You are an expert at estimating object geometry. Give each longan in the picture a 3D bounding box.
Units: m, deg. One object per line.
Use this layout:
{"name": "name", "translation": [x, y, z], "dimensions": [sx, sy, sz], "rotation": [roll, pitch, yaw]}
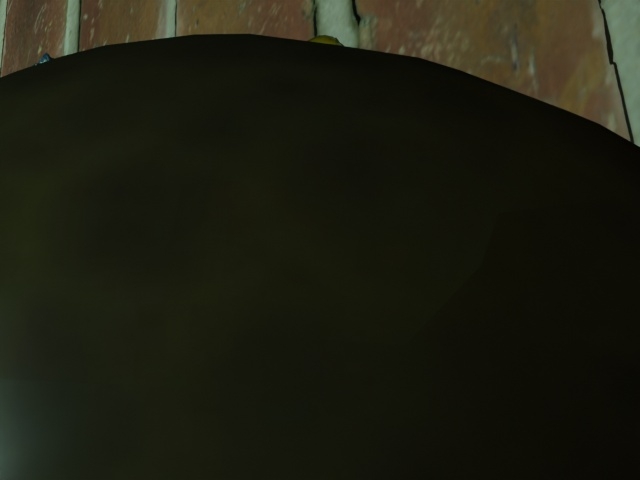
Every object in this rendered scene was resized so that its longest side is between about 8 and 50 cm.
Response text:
{"name": "longan", "translation": [-0.029, 0.098, 0.485], "dimensions": [0.404, 0.404, 0.336], "rotation": [13, 120, 63]}

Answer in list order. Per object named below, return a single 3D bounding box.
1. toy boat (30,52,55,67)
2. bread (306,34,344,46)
{"name": "toy boat", "translation": [-0.298, -0.144, 1.488], "dimensions": [0.059, 0.066, 0.140], "rotation": [-48, 37, 33]}
{"name": "bread", "translation": [-0.026, -0.067, 0.946], "dimensions": [0.149, 0.065, 0.188], "rotation": [-58, 25, 4]}
